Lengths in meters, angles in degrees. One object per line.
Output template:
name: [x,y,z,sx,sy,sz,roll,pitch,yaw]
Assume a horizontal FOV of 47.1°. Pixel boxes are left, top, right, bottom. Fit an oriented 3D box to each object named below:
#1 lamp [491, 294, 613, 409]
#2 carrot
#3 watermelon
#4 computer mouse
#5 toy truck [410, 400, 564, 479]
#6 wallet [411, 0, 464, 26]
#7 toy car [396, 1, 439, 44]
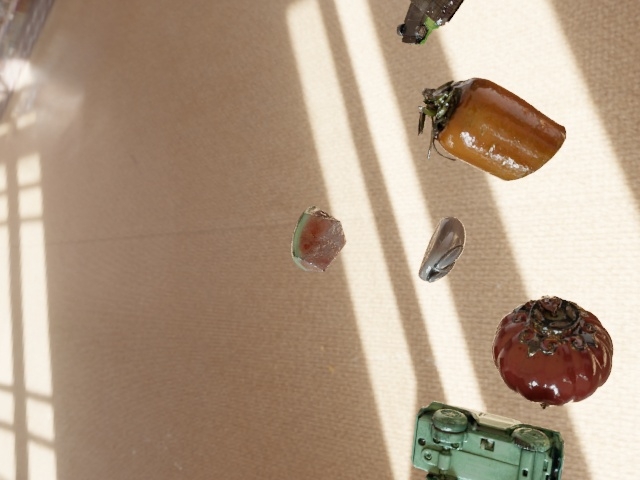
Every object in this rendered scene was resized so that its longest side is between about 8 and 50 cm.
lamp: [0.442,0.207,1.404,0.226,0.226,0.227,-13,73,45]
carrot: [0.370,-0.268,1.704,0.214,0.331,0.193,-43,22,54]
watermelon: [-0.005,0.004,1.004,0.072,0.092,0.085,32,92,12]
computer mouse: [0.147,0.013,0.864,0.096,0.039,0.066,-61,-6,-50]
toy truck: [0.313,0.401,1.381,0.278,0.156,0.155,8,98,25]
wallet: [0.178,-0.398,0.916,0.124,0.042,0.230,45,125,12]
toy car: [0.214,-0.469,1.471,0.071,0.062,0.165,26,97,51]
